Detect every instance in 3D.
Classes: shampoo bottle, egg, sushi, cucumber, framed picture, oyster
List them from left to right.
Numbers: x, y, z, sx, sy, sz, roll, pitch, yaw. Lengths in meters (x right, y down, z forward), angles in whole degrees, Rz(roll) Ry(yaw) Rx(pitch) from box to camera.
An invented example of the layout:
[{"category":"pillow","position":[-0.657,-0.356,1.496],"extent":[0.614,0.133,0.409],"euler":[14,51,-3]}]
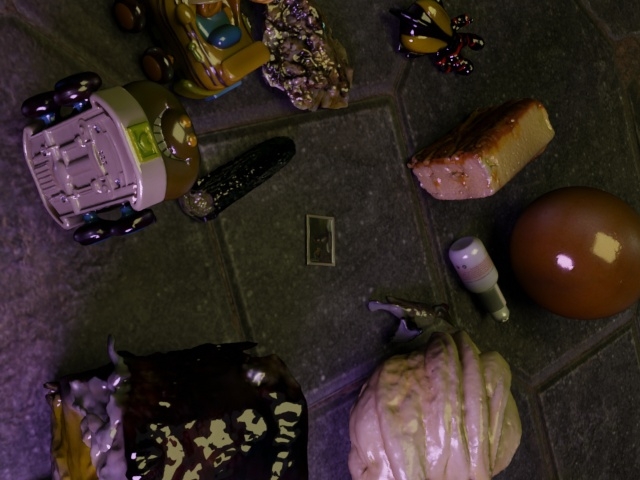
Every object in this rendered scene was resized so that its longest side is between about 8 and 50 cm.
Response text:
[{"category":"sushi","position":[-0.185,0.273,1.015],"extent":[0.294,0.299,0.281],"euler":[1,69,-39]},{"category":"cucumber","position":[-0.117,-0.110,1.269],"extent":[0.245,0.067,0.067],"euler":[-38,109,-35]},{"category":"oyster","position":[-0.014,-0.331,1.379],"extent":[0.223,0.083,0.214],"euler":[-2,89,-48]},{"category":"framed picture","position":[0.000,0.000,1.396],"extent":[0.066,0.007,0.089],"euler":[5,81,-40]},{"category":"shampoo bottle","position":[0.333,0.082,1.631],"extent":[0.074,0.074,0.192],"euler":[-48,116,-34]},{"category":"egg","position":[0.560,0.029,1.696],"extent":[0.351,0.283,0.282],"euler":[14,76,-43]}]

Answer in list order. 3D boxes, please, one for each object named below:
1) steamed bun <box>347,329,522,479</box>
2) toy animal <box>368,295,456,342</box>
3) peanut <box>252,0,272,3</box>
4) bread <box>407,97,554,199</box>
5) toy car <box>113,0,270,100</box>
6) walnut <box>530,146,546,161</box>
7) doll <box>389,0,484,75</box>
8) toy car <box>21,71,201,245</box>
[{"category":"steamed bun","position":[0.211,0.340,1.380],"extent":[0.372,0.230,0.324],"euler":[-34,124,-42]},{"category":"toy animal","position":[0.184,0.140,1.501],"extent":[0.202,0.070,0.105],"euler":[-8,56,-42]},{"category":"peanut","position":[-0.106,-0.467,1.279],"extent":[0.087,0.087,0.206],"euler":[12,53,-40]},{"category":"bread","position":[0.327,-0.188,1.587],"extent":[0.275,0.185,0.114],"euler":[-37,113,-36]},{"category":"toy car","position":[-0.179,-0.340,1.189],"extent":[0.200,0.142,0.247],"euler":[-44,115,-36]},{"category":"walnut","position":[0.466,-0.220,1.781],"extent":[0.096,0.082,0.079],"euler":[-50,148,-27]},{"category":"doll","position":[0.237,-0.416,1.598],"extent":[0.249,0.088,0.127],"euler":[21,72,-41]},{"category":"toy car","position":[-0.249,-0.122,1.039],"extent":[0.198,0.248,0.204],"euler":[-29,104,-44]}]
